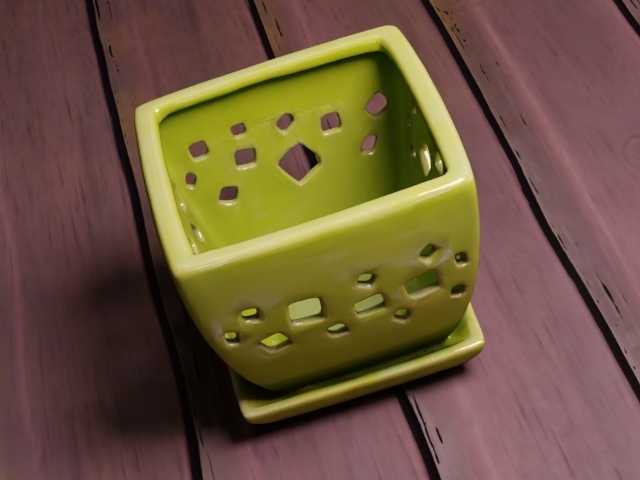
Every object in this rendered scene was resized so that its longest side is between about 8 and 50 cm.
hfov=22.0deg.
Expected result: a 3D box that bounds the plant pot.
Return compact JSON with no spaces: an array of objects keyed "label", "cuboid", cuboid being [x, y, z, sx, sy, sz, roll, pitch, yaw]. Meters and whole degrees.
[{"label":"plant pot","cuboid":[0.000,0.000,1.269,0.228,0.207,0.227,-17,40,-2]}]
